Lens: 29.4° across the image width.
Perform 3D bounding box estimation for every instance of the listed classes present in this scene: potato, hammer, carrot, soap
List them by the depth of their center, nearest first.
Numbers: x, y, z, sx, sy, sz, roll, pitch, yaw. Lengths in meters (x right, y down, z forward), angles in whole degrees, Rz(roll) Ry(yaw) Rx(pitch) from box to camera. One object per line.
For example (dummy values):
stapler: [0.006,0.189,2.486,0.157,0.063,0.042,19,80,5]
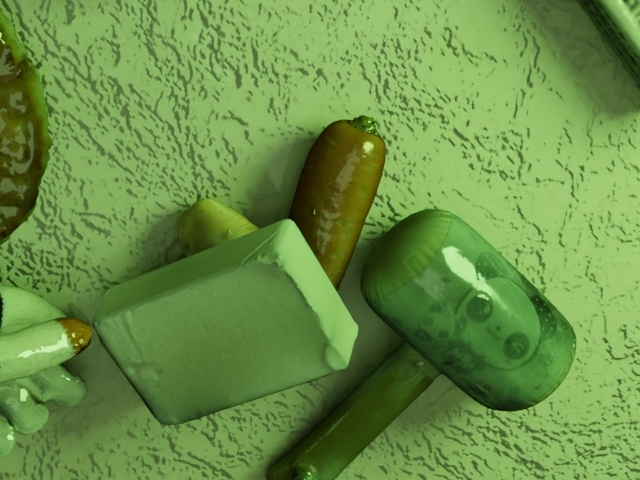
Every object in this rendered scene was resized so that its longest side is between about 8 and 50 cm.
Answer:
soap: [-0.077,0.071,0.981,0.183,0.064,0.121,-20,115,23]
potato: [-0.082,0.005,1.019,0.068,0.062,0.083,-41,85,-25]
carrot: [0.000,0.000,1.024,0.067,0.067,0.225,14,105,-14]
hammer: [0.059,0.128,1.065,0.202,0.113,0.305,42,104,-15]

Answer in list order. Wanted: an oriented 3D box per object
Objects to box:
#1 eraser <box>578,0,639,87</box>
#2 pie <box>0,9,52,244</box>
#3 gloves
eraser: [0.261,-0.241,0.992,0.124,0.081,0.279,-40,109,3]
pie: [-0.357,-0.083,0.928,0.315,0.092,0.315,-5,111,-12]
gloves: [-0.278,0.091,0.960,0.131,0.218,0.140,44,121,15]
